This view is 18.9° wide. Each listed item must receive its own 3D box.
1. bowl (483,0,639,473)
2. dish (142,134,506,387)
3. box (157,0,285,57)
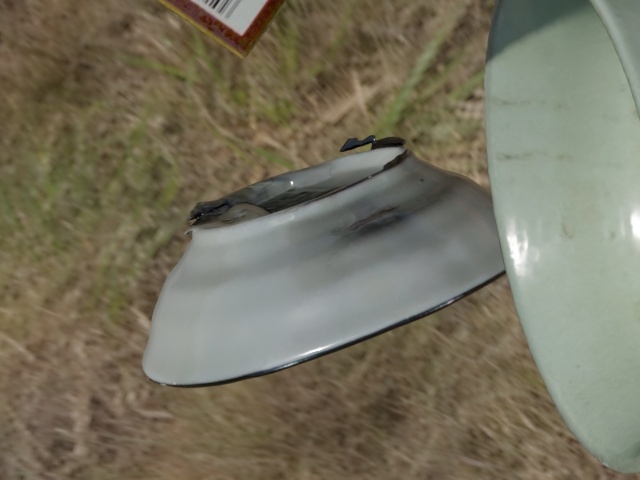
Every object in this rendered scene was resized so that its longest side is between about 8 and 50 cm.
[{"bbox_3d":[0.201,-0.027,1.053,0.146,0.289,0.289,-10,75,-12],"label":"bowl"},{"bbox_3d":[0.000,0.000,1.415,0.316,0.316,0.106,-17,102,11],"label":"dish"},{"bbox_3d":[-0.142,-0.217,1.186,0.074,0.240,0.153,-51,33,8],"label":"box"}]
